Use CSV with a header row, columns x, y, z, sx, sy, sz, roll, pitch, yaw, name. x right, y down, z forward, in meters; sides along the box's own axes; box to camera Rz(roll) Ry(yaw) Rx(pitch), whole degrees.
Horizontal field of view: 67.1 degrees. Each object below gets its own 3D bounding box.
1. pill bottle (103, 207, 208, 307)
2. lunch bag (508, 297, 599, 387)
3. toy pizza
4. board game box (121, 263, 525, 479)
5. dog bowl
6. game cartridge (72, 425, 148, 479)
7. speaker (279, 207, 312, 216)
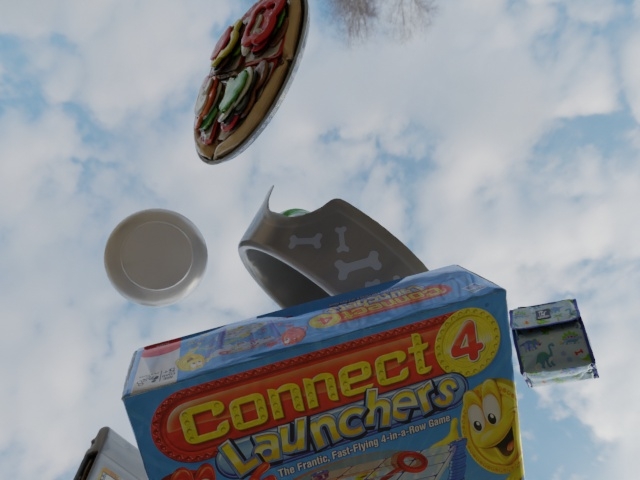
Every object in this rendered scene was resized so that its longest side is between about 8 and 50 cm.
x,y,z,sx,sy,sz,roll,pitch,yaw,name
-0.257,0.029,0.759,0.146,0.264,0.146,1,-95,-18,pill bottle
0.433,0.185,0.909,0.128,0.096,0.151,-15,-134,24,lunch bag
-0.084,-0.174,0.493,0.201,0.032,0.202,-27,-128,41,toy pizza
0.024,0.207,0.432,0.307,0.086,0.302,-14,-76,-10,board game box
0.023,0.073,0.718,0.348,0.349,0.102,35,-109,13,dog bowl
-0.383,0.519,0.876,0.062,0.198,0.297,-28,-150,19,game cartridge
0.000,0.000,1.087,0.296,0.131,0.131,15,-110,54,speaker
